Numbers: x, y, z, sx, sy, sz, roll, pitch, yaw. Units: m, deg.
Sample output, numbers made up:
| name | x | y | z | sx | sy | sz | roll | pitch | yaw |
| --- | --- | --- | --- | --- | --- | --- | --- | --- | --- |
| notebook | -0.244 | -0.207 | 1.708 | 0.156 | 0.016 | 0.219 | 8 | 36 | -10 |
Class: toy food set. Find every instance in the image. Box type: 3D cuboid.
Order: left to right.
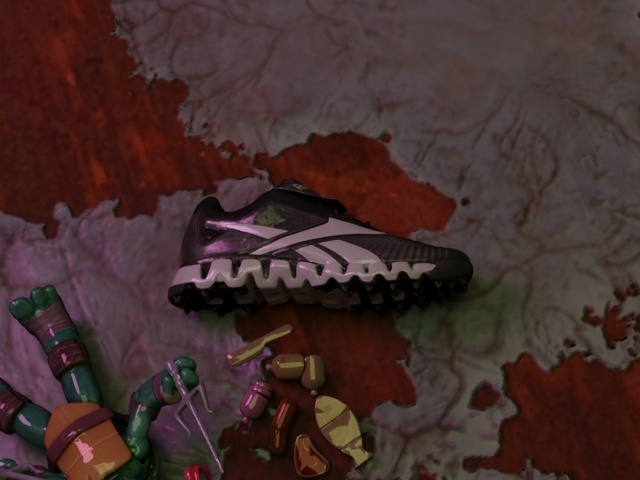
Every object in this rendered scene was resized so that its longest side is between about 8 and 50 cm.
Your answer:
| name | x | y | z | sx | sy | sz | roll | pitch | yaw |
| --- | --- | --- | --- | --- | --- | --- | --- | --- | --- |
| toy food set | -0.020 | 0.129 | 1.182 | 0.078 | 0.019 | 0.122 | -27 | 74 | -5 |

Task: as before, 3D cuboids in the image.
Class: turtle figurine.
| name | x | y | z | sx | sy | sz | roll | pitch | yaw |
| --- | --- | --- | --- | --- | --- | --- | --- | --- | --- |
| turtle figurine | -0.176 | 0.143 | 1.142 | 0.175 | 0.118 | 0.234 | -31 | 51 | -22 |

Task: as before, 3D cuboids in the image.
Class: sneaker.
| name | x | y | z | sx | sy | sz | roll | pitch | yaw |
| --- | --- | --- | --- | --- | --- | --- | --- | --- | --- |
| sneaker | 0.000 | 0.000 | 1.201 | 0.234 | 0.078 | 0.106 | -1 | 69 | 9 |
